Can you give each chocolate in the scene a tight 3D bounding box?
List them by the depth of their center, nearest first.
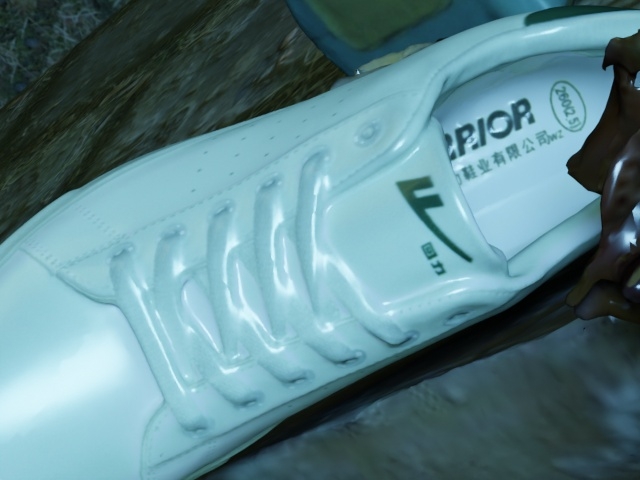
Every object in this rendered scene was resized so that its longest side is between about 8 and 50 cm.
[{"bbox_3d":[0.066,0.054,0.644,0.254,0.080,0.157,-26,8,45],"label":"chocolate"}]

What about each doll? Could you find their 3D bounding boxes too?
[{"bbox_3d":[0.087,-0.222,1.213,0.177,0.161,0.261,-29,22,48],"label":"doll"}]

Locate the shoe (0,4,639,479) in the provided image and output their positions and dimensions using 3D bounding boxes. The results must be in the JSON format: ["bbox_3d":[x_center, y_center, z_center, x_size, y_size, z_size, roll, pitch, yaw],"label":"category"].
[{"bbox_3d":[0.000,0.000,0.576,0.265,0.095,0.110,-31,6,-17],"label":"shoe"}]

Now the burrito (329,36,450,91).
[{"bbox_3d":[-0.050,0.028,0.988,0.348,0.107,0.175,-40,-1,5],"label":"burrito"}]

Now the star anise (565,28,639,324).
[{"bbox_3d":[0.171,-0.029,0.423,0.237,0.148,0.346,-11,14,-5],"label":"star anise"}]
